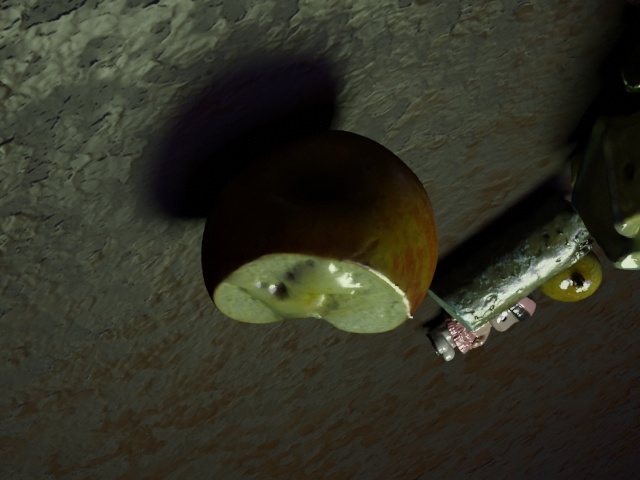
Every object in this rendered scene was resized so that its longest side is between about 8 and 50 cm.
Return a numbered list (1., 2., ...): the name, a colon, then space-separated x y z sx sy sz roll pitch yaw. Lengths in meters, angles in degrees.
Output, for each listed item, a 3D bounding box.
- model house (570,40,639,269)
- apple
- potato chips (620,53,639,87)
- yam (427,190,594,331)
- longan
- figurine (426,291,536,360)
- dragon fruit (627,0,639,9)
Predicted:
1. model house: 0.391 -0.101 1.793 0.321 0.261 0.266 -1 170 -22
2. apple: 0.000 0.000 1.537 0.195 0.160 0.173 7 135 7
3. potato chips: 0.447 -0.218 1.480 0.389 0.097 0.373 -13 162 -19
4. yam: 0.196 0.024 1.917 0.179 0.078 0.078 -35 155 7
5. longan: 0.270 0.036 2.016 0.075 0.083 0.075 -6 112 -15
6. figurine: 0.174 0.077 2.020 0.129 0.054 0.072 -30 141 10
7. dragon fruit: 0.313 -0.266 1.526 0.190 0.094 0.094 -54 152 6
